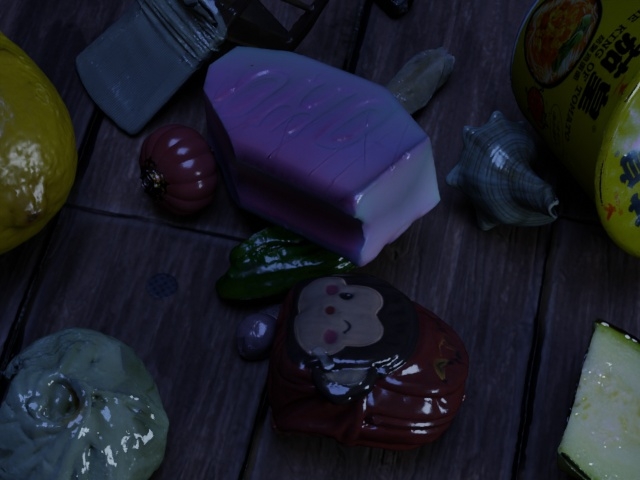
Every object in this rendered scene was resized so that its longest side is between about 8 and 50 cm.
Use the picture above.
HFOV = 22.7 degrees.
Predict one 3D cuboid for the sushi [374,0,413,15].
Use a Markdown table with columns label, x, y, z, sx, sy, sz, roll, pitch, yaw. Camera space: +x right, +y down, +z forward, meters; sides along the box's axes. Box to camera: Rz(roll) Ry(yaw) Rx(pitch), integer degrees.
| label | x | y | z | sx | sy | sz | roll | pitch | yaw |
| --- | --- | --- | --- | --- | --- | --- | --- | --- | --- |
| sushi | 0.092 | -0.334 | 2.095 | 0.046 | 0.044 | 0.083 | -30 | 63 | -22 |

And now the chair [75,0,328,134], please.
| label | x | y | z | sx | sy | sz | roll | pitch | yaw |
| --- | --- | --- | --- | --- | --- | --- | --- | --- | --- |
| chair | -0.132 | -0.276 | 1.989 | 0.160 | 0.319 | 0.186 | 49 | 20 | 25 |

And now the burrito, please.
| label | x | y | z | sx | sy | sz | roll | pitch | yaw |
| --- | --- | --- | --- | --- | --- | --- | --- | --- | --- |
| burrito | 0.108 | -0.183 | 1.987 | 0.058 | 0.045 | 0.188 | 35 | 57 | 11 |

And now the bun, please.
| label | x | y | z | sx | sy | sz | roll | pitch | yaw |
| --- | --- | --- | --- | --- | --- | --- | --- | --- | --- |
| bun | -0.262 | 0.180 | 1.649 | 0.204 | 0.126 | 0.212 | -15 | 56 | -17 |

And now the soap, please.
| label | x | y | z | sx | sy | sz | roll | pitch | yaw |
| --- | --- | --- | --- | --- | --- | --- | --- | --- | --- |
| soap | -0.015 | -0.111 | 1.831 | 0.324 | 0.109 | 0.193 | 25 | 50 | 37 |

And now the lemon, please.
| label | x | y | z | sx | sy | sz | roll | pitch | yaw |
| --- | --- | --- | --- | --- | --- | --- | --- | --- | --- |
| lemon | -0.402 | -0.110 | 1.772 | 0.284 | 0.260 | 0.260 | 27 | 57 | 11 |

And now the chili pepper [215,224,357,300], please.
| label | x | y | z | sx | sy | sz | roll | pitch | yaw |
| --- | --- | --- | --- | --- | --- | --- | --- | --- | --- |
| chili pepper | -0.002 | 0.002 | 1.826 | 0.257 | 0.074 | 0.100 | -22 | 43 | -20 |

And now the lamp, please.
| label | x | y | z | sx | sy | sz | roll | pitch | yaw |
| --- | --- | --- | --- | --- | --- | --- | --- | --- | --- |
| lamp | -0.165 | -0.082 | 1.856 | 0.092 | 0.107 | 0.107 | -23 | 58 | -35 |

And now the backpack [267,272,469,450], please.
| label | x | y | z | sx | sy | sz | roll | pitch | yaw |
| --- | --- | --- | --- | --- | --- | --- | --- | --- | --- |
| backpack | 0.053 | 0.136 | 1.703 | 0.229 | 0.139 | 0.229 | 9 | 35 | -6 |

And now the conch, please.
| label | x | y | z | sx | sy | sz | roll | pitch | yaw |
| --- | --- | --- | --- | --- | --- | --- | --- | --- | --- |
| conch | 0.213 | -0.064 | 1.875 | 0.114 | 0.137 | 0.234 | -25 | 47 | 10 |

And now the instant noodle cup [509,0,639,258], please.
| label | x | y | z | sx | sy | sz | roll | pitch | yaw |
| --- | --- | --- | --- | --- | --- | --- | --- | --- | --- |
| instant noodle cup | 0.386 | -0.173 | 1.838 | 0.326 | 0.325 | 0.254 | -19 | 38 | -17 |

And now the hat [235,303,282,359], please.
| label | x | y | z | sx | sy | sz | roll | pitch | yaw |
| --- | --- | --- | --- | --- | --- | --- | --- | --- | --- |
| hat | -0.059 | 0.094 | 1.776 | 0.087 | 0.042 | 0.058 | -34 | 64 | -25 |

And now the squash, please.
| label | x | y | z | sx | sy | sz | roll | pitch | yaw |
| --- | --- | --- | --- | --- | --- | --- | --- | --- | --- |
| squash | 0.322 | 0.209 | 1.715 | 0.184 | 0.085 | 0.192 | 34 | 57 | -15 |
